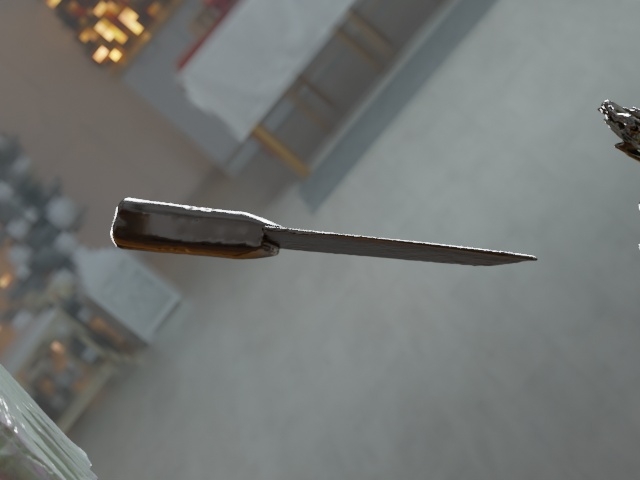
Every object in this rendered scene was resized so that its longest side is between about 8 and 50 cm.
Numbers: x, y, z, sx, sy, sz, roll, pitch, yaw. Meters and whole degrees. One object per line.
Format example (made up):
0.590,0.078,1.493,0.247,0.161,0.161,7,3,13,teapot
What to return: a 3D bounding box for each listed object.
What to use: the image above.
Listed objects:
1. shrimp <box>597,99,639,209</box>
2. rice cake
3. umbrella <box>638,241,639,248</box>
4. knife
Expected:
0.232,-0.026,1.164,0.034,0.161,0.091,-46,-10,-51,shrimp
-0.215,0.100,1.177,0.037,0.198,0.189,-40,17,-3,rice cake
0.203,0.061,0.961,0.040,0.144,0.037,-20,7,14,umbrella
0.000,0.000,0.986,0.060,0.230,0.028,58,-142,-81,knife
